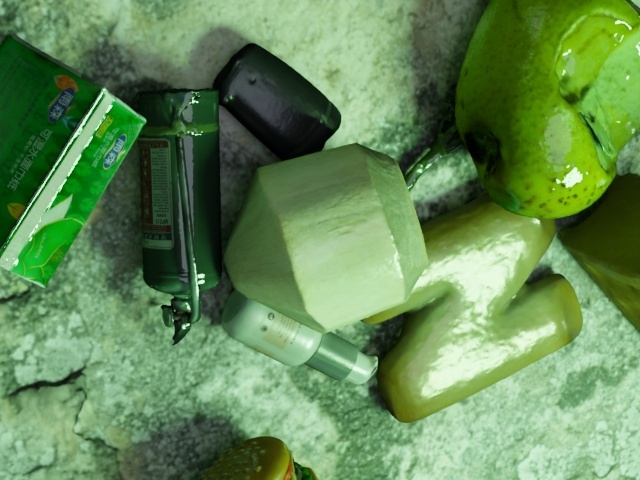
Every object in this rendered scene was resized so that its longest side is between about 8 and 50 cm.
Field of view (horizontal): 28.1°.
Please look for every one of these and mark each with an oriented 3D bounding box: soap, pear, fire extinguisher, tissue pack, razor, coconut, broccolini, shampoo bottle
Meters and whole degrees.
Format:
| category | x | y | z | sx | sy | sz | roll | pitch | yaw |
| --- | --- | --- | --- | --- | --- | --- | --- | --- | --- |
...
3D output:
| category | x | y | z | sx | sy | sz | roll | pitch | yaw |
| --- | --- | --- | --- | --- | --- | --- | --- | --- | --- |
| soap | 0.489 | 0.076 | 1.580 | 0.156 | 0.293 | 0.335 | -48 | 114 | -8 |
| pear | 0.264 | -0.165 | 1.487 | 0.238 | 0.164 | 0.255 | 48 | 66 | -23 |
| fire extinguisher | -0.155 | -0.020 | 1.410 | 0.093 | 0.118 | 0.294 | -4 | 99 | -26 |
| tissue pack | -0.294 | -0.076 | 1.334 | 0.209 | 0.148 | 0.156 | -58 | 153 | -3 |
| razor | -0.050 | -0.154 | 1.454 | 0.148 | 0.054 | 0.090 | 39 | 81 | -24 |
| coconut | 0.000 | 0.000 | 1.416 | 0.222 | 0.202 | 0.202 | -17 | 106 | -2 |
| broccolini | 0.124 | -0.089 | 1.536 | 0.071 | 0.057 | 0.254 | 39 | 79 | 21 |
| shampoo bottle | -0.023 | 0.116 | 1.507 | 0.192 | 0.074 | 0.074 | 30 | 89 | -25 |

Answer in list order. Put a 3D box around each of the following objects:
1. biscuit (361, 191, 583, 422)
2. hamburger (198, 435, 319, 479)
| category | x | y | z | sx | sy | sz | roll | pitch | yaw |
| --- | --- | --- | --- | --- | --- | --- | --- | --- | --- |
| biscuit | 0.182 | 0.075 | 1.586 | 0.291 | 0.062 | 0.236 | -23 | 107 | -15 |
| hamburger | -0.077 | 0.306 | 1.480 | 0.162 | 0.162 | 0.115 | -44 | 111 | -8 |
